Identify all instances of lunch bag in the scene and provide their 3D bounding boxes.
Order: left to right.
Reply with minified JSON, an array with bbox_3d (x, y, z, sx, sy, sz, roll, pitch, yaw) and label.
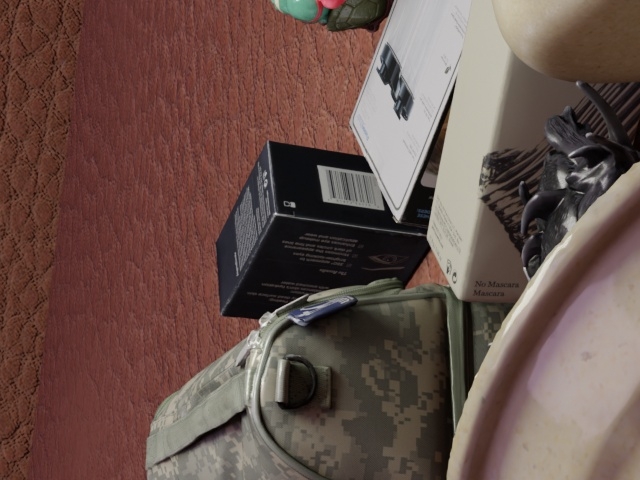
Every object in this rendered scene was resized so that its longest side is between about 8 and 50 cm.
[{"bbox_3d":[0.019,0.152,1.253,0.305,0.256,0.213,142,132,-60],"label":"lunch bag"}]

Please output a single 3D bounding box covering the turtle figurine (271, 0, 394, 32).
[{"bbox_3d":[0.024,-0.239,1.429,0.175,0.234,0.118,-40,77,45],"label":"turtle figurine"}]

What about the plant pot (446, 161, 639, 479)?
[{"bbox_3d":[0.265,0.140,0.603,0.305,0.333,0.334,50,129,48],"label":"plant pot"}]

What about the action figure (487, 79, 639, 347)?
[{"bbox_3d":[0.190,0.022,1.033,0.164,0.140,0.276,-101,13,-45],"label":"action figure"}]

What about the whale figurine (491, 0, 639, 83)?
[{"bbox_3d":[0.189,-0.198,0.897,0.272,0.216,0.141,100,165,-66],"label":"whale figurine"}]

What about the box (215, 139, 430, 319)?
[{"bbox_3d":[0.000,0.000,1.494,0.158,0.156,0.093,120,151,-45],"label":"box"}]

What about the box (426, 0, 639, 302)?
[{"bbox_3d":[0.157,-0.094,1.130,0.094,0.113,0.275,-110,24,-57],"label":"box"}]

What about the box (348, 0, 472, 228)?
[{"bbox_3d":[0.125,-0.170,1.330,0.169,0.087,0.290,-114,38,-53],"label":"box"}]
